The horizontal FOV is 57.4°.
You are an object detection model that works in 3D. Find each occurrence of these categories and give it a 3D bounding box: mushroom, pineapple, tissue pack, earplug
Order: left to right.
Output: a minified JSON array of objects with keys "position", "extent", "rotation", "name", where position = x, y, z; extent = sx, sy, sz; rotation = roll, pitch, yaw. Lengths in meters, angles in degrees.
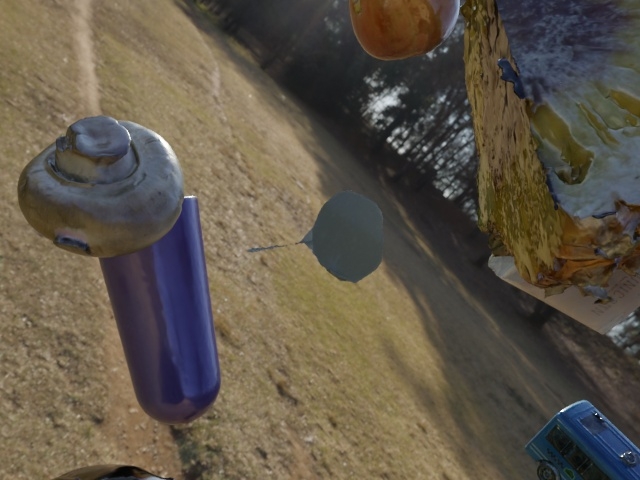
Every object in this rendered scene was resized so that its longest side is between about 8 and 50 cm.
[{"position":[-0.328,-0.081,0.889],"extent":[0.255,0.184,0.254],"rotation":[12,44,-11],"name":"mushroom"},{"position":[-0.312,0.144,1.177],"extent":[0.215,0.215,0.455],"rotation":[-22,101,-78],"name":"earplug"},{"position":[0.457,0.051,1.022],"extent":[0.326,0.170,0.071],"rotation":[26,24,-31],"name":"tissue pack"},{"position":[0.245,-0.096,0.507],"extent":[0.286,0.209,0.344],"rotation":[68,17,-60],"name":"pineapple"}]

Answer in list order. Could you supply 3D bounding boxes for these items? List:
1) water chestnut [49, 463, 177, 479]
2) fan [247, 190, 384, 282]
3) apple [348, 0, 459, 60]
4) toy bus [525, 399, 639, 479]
[{"position":[-0.291,0.476,0.770],"extent":[0.335,0.335,0.347],"rotation":[45,45,0],"name":"water chestnut"},{"position":[-0.001,0.000,1.096],"extent":[0.311,0.182,0.010],"rotation":[-6,4,-34],"name":"fan"},{"position":[0.177,-0.529,1.269],"extent":[0.242,0.242,0.240],"rotation":[-119,-173,-54],"name":"apple"},{"position":[0.465,0.387,0.936],"extent":[0.114,0.134,0.246],"rotation":[-6,41,-37],"name":"toy bus"}]
